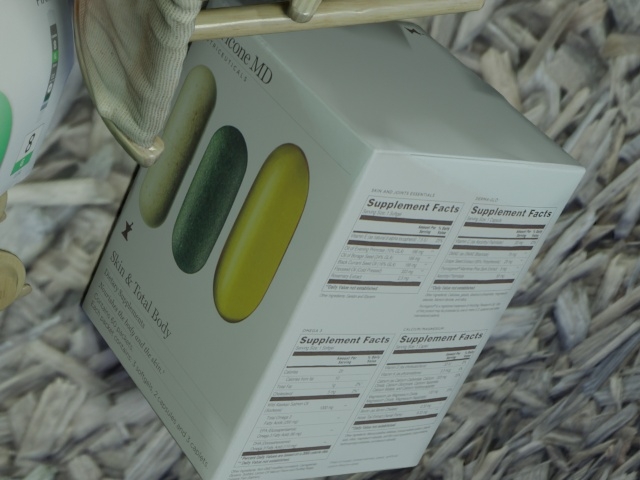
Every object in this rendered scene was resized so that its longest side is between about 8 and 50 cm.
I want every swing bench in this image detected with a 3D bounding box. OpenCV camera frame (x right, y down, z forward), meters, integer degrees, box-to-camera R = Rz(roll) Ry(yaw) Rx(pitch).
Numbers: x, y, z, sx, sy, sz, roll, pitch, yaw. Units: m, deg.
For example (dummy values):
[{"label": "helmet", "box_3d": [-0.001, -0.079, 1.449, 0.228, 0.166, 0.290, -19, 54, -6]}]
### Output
[{"label": "swing bench", "box_3d": [-0.017, -0.190, 0.757, 0.254, 0.165, 0.253, -27, 173, -19]}]

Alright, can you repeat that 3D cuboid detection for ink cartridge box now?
[{"label": "ink cartridge box", "box_3d": [-0.176, -0.112, 0.790, 0.225, 0.056, 0.181, -61, 178, 24]}]

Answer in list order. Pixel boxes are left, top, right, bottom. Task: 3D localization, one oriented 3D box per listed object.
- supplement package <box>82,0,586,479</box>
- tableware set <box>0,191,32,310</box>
[{"label": "supplement package", "box_3d": [0.000, 0.000, 1.003, 0.198, 0.199, 0.263, 2, 124, -42]}, {"label": "tableware set", "box_3d": [-0.259, 0.023, 0.949, 0.141, 0.020, 0.169, -29, 139, -19]}]
